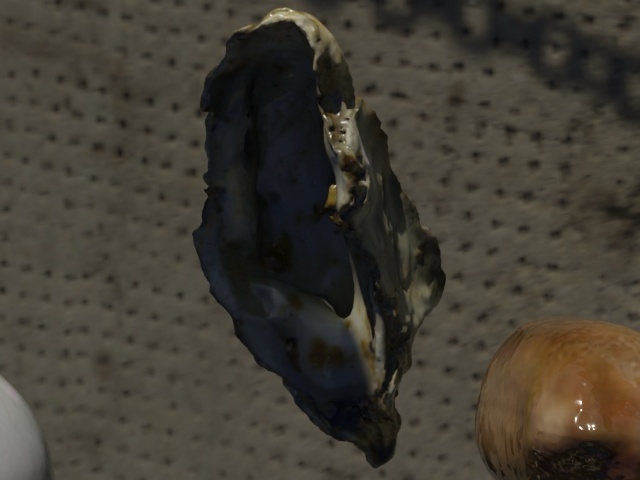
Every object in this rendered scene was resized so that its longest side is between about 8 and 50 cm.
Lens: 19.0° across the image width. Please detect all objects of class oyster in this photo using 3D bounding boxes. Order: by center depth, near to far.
[{"bbox_3d":[0.004,-0.003,1.332,0.166,0.110,0.341,-16,115,30],"label":"oyster"}]

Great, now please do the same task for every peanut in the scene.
[{"bbox_3d":[0.094,0.066,0.714,0.076,0.152,0.076,0,90,-5],"label":"peanut"}]

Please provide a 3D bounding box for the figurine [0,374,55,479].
[{"bbox_3d":[-0.315,0.257,1.736,0.361,0.253,0.211,49,113,15],"label":"figurine"}]
